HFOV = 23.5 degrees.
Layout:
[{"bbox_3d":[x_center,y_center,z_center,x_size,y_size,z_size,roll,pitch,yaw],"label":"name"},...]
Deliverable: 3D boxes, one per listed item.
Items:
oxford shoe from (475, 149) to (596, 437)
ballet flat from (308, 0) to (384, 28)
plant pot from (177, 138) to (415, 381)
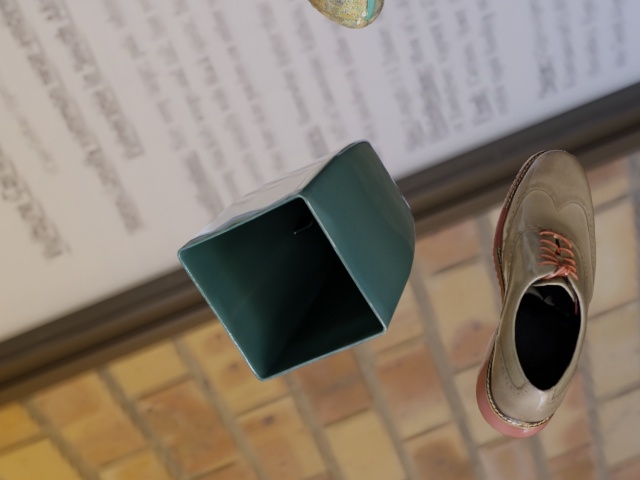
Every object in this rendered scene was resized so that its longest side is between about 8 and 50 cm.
[{"bbox_3d":[0.260,0.040,1.703,0.130,0.123,0.348,117,164,-64],"label":"oxford shoe"},{"bbox_3d":[-0.017,-0.351,1.818,0.348,0.123,0.123,53,169,49],"label":"ballet flat"},{"bbox_3d":[0.000,0.000,1.619,0.166,0.165,0.234,58,-148,-13],"label":"plant pot"}]
